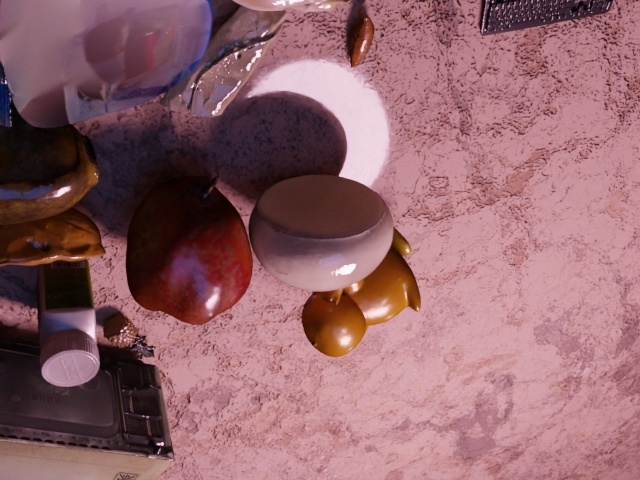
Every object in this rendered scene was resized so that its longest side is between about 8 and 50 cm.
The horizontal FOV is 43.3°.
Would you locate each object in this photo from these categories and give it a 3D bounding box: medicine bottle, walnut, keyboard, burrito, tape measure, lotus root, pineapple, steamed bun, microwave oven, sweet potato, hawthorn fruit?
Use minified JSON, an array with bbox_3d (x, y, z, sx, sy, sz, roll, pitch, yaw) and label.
[{"bbox_3d":[-0.409,0.135,1.301,0.088,0.188,0.132,-1,132,-21],"label":"medicine bottle"},{"bbox_3d":[-0.427,-0.016,1.202,0.211,0.167,0.086,-5,99,-32],"label":"walnut"},{"bbox_3d":[0.358,-0.374,1.255,0.230,0.025,0.093,-13,137,-11],"label":"keyboard"},{"bbox_3d":[-0.130,-0.256,1.138,0.087,0.060,0.226,27,119,-32],"label":"burrito"},{"bbox_3d":[-0.263,-0.279,0.958,0.262,0.138,0.259,-17,158,-22],"label":"tape measure"},{"bbox_3d":[-0.442,-0.094,1.089,0.275,0.160,0.152,-4,143,-20],"label":"lotus root"},{"bbox_3d":[-0.345,0.186,1.471,0.058,0.058,0.124,-26,136,3],"label":"pineapple"},{"bbox_3d":[0.000,0.000,1.306,0.232,0.231,0.145,-8,124,-15],"label":"steamed bun"},{"bbox_3d":[-0.516,0.349,1.418,0.395,0.247,0.333,19,121,-35],"label":"microwave oven"},{"bbox_3d":[0.060,-0.297,1.200,0.034,0.034,0.095,-3,143,-20],"label":"sweet potato"},{"bbox_3d":[-0.196,0.000,1.255,0.208,0.208,0.248,6,119,-27],"label":"hawthorn fruit"}]

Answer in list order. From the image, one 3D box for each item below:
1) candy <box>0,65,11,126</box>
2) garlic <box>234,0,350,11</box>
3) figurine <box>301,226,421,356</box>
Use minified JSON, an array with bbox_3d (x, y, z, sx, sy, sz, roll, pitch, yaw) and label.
[{"bbox_3d":[-0.453,-0.190,1.002,0.136,0.038,0.088,11,126,-10],"label":"candy"},{"bbox_3d":[-0.010,-0.380,0.986,0.281,0.185,0.203,-33,93,-14],"label":"garlic"},{"bbox_3d":[0.067,0.094,1.449,0.228,0.215,0.215,-19,136,-5],"label":"figurine"}]
